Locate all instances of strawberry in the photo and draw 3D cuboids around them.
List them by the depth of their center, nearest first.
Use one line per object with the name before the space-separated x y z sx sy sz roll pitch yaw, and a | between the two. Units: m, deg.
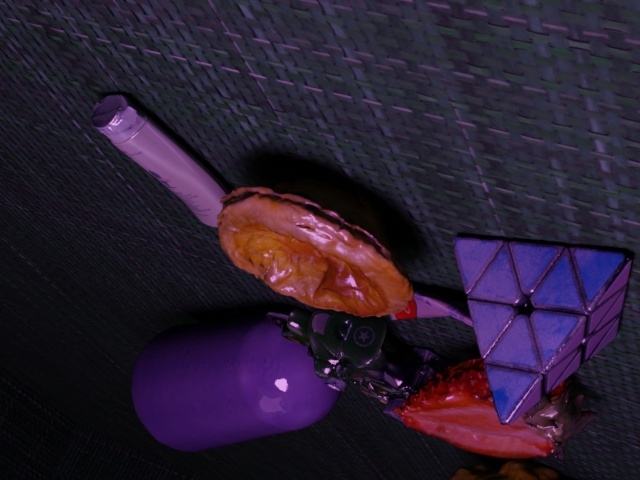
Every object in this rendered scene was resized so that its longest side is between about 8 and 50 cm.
strawberry | 0.217 0.208 1.600 0.174 0.098 0.228 41 143 -27

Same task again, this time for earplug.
earplug | -0.115 0.213 1.941 0.215 0.215 0.456 34 156 -20

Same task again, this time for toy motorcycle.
toy motorcycle | 0.067 0.157 1.680 0.275 0.125 0.187 32 162 -27

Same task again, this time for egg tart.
egg tart | 0.000 0.000 1.375 0.241 0.106 0.241 21 158 9

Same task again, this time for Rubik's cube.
Rubik's cube | 0.221 0.096 1.236 0.211 0.178 0.190 28 158 -8

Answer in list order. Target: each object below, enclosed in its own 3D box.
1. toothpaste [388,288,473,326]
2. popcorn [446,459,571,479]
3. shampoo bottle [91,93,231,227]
toothpaste | 0.160 0.083 1.472 0.075 0.048 0.301 26 170 -36
popcorn | 0.341 0.486 2.027 0.292 0.293 0.334 -14 177 -21
shampoo bottle | -0.175 -0.089 1.451 0.072 0.049 0.212 11 156 47
